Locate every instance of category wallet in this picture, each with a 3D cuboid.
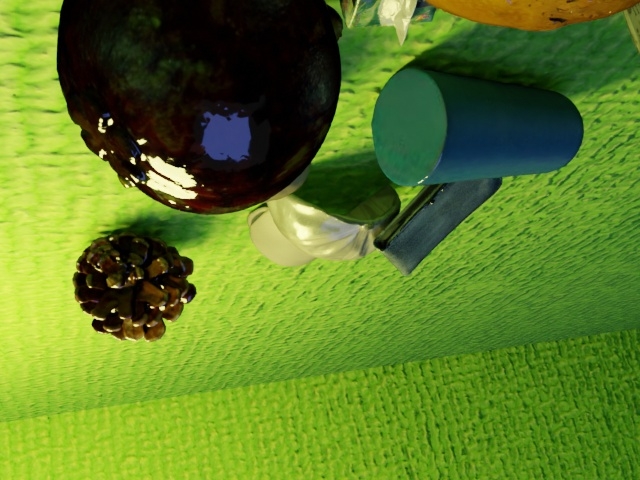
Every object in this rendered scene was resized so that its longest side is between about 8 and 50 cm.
[{"bbox_3d":[0.177,-0.048,1.151,0.222,0.036,0.167,-45,156,4],"label":"wallet"}]

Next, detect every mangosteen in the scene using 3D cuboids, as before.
[{"bbox_3d":[-0.072,-0.155,0.634,0.289,0.231,0.231,-45,-175,-39],"label":"mangosteen"}]

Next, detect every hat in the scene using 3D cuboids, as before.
[{"bbox_3d":[0.000,0.000,1.178,0.219,0.164,0.226,-1,136,-27],"label":"hat"}]

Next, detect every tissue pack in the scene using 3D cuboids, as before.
[{"bbox_3d":[0.067,-0.225,0.664,0.085,0.079,0.111,-7,161,-11],"label":"tissue pack"}]

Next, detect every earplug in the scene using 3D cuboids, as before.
[{"bbox_3d":[0.209,-0.134,0.953,0.273,0.132,0.132,-4,159,-33],"label":"earplug"}]

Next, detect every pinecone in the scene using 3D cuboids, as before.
[{"bbox_3d":[-0.279,0.068,1.177,0.179,0.150,0.195,-6,158,1],"label":"pinecone"}]

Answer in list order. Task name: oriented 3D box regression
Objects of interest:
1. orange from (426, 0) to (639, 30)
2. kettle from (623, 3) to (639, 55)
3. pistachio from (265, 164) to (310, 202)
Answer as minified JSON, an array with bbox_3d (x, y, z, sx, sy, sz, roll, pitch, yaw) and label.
[{"bbox_3d":[0.121,-0.236,0.435,0.240,0.240,0.240,-11,161,-4],"label":"orange"},{"bbox_3d":[0.432,-0.258,0.633,0.342,0.247,0.319,-23,-169,4],"label":"kettle"},{"bbox_3d":[-0.106,-0.105,0.840,0.223,0.126,0.152,8,119,-35],"label":"pistachio"}]
